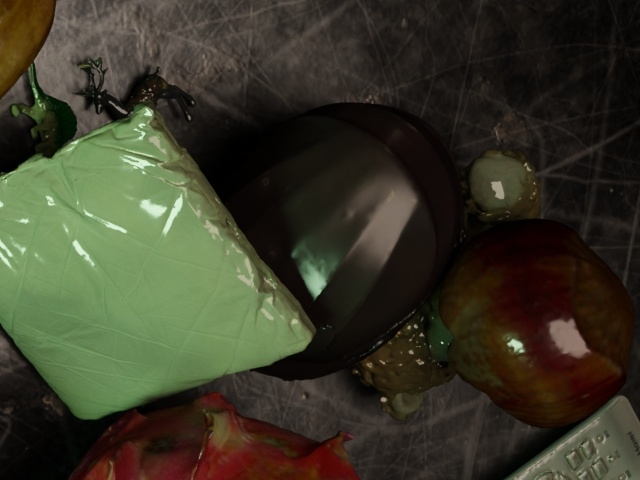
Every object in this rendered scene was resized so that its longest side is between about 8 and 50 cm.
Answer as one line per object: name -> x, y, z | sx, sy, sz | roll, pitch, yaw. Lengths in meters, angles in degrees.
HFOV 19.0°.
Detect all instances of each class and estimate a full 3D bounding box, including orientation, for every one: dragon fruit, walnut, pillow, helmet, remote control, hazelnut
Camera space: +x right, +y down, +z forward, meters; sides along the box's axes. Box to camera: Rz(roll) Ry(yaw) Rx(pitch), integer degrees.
dragon fruit -> -0.136, 0.282, 1.751 | 0.249, 0.386, 0.371 | 48, 50, 10
walnut -> -0.307, -0.184, 1.694 | 0.207, 0.116, 0.116 | -50, 117, -14
pillow -> -0.183, 0.026, 1.733 | 0.274, 0.281, 0.076 | 55, 31, -22
helmet -> 0.000, 0.000, 1.799 | 0.225, 0.177, 0.305 | 42, 91, 5
remote control -> 0.234, 0.294, 2.108 | 0.313, 0.055, 0.109 | -33, 107, -16
hazelnut -> 0.211, 0.076, 1.833 | 0.170, 0.160, 0.201 | -22, 78, -39

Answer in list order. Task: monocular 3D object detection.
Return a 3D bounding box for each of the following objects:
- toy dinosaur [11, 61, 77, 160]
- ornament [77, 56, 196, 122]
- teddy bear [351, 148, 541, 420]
toy dinosaur -> -0.254, -0.116, 1.786 | 0.060, 0.029, 0.119 | -21, 103, -41
ornament -> -0.178, -0.138, 1.819 | 0.125, 0.028, 0.073 | 38, 80, -30
teddy bear -> 0.133, 0.057, 1.951 | 0.256, 0.156, 0.267 | -35, 114, -19
